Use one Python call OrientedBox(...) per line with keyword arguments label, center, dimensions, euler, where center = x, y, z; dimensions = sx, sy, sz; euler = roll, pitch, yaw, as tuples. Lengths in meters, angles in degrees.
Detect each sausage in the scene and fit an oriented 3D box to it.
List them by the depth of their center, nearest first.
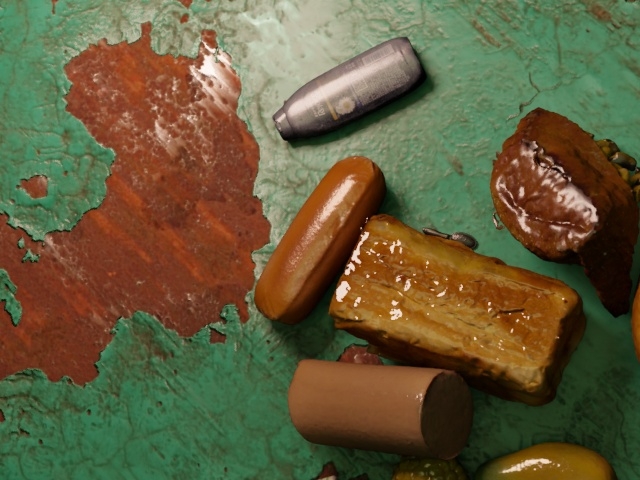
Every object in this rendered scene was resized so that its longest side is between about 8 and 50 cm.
OrientedBox(label="sausage", center=(0.073, 0.230, 1.624), dimensions=(0.253, 0.123, 0.123), euler=(0, 82, 39))
OrientedBox(label="sausage", center=(0.000, 0.000, 1.708), dimensions=(0.105, 0.105, 0.274), euler=(33, 89, 13))

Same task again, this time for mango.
OrientedBox(label="mango", center=(0.307, 0.339, 1.613), dimensions=(0.195, 0.092, 0.130), euler=(5, 86, 16))

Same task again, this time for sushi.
OrientedBox(label="sushi", center=(0.348, -0.053, 1.620), dimensions=(0.167, 0.179, 0.296), euler=(-56, 48, 22))

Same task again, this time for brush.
OrientedBox(label="brush", center=(0.188, -0.005, 1.719), dimensions=(0.083, 0.008, 0.024), euler=(17, 90, 12))

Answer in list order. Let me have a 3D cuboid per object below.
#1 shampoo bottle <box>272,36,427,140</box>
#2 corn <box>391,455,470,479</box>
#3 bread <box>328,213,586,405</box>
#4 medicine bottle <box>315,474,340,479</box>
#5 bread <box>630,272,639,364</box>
OrientedBox(label="shampoo bottle", center=(0.040, -0.219, 1.752), dimensions=(0.234, 0.049, 0.087), euler=(-27, 81, 7))
OrientedBox(label="corn", center=(0.171, 0.453, 1.612), dimensions=(0.120, 0.120, 0.363), euler=(-10, 79, 10))
OrientedBox(label="bread", center=(0.189, 0.099, 1.638), dimensions=(0.344, 0.149, 0.195), euler=(22, 73, 13))
OrientedBox(label="medicine bottle", center=(-0.053, 0.399, 1.679), dimensions=(0.183, 0.086, 0.086), euler=(-18, 80, 8))
OrientedBox(label="bread", center=(0.500, 0.118, 1.538), dimensions=(0.179, 0.194, 0.340), euler=(-10, 98, 24))
